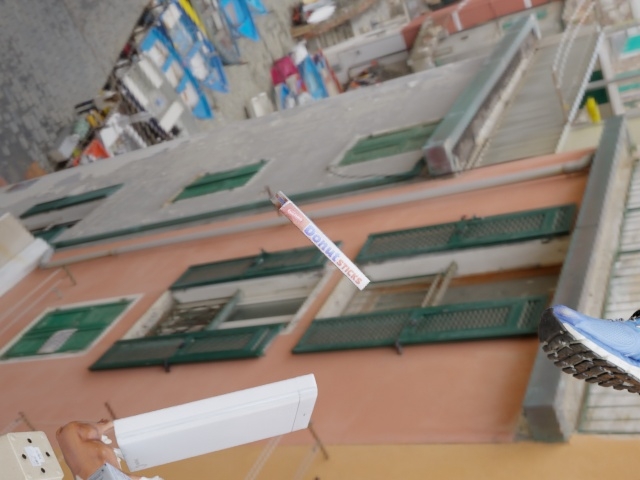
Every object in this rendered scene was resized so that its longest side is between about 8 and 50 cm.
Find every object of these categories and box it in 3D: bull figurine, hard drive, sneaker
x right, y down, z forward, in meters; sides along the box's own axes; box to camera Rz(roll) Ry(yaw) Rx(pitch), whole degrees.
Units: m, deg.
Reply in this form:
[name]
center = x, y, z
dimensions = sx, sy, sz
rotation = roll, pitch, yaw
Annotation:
[bull figurine]
center = -0.459, 0.505, 1.734
dimensions = 0.188, 0.101, 0.310
rotation = 6, 36, -43
[hard drive]
center = -0.189, 0.340, 1.492
dimensions = 0.233, 0.353, 0.047
rotation = 103, -26, -61
[sneaker]
center = 0.496, 0.162, 1.282
dimensions = 0.330, 0.130, 0.147
rotation = 21, 70, -13

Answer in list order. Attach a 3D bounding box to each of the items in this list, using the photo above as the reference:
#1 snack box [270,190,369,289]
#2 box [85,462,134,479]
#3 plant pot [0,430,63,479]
[snack box]
center = 0.000, 0.000, 1.175
dimensions = 0.178, 0.022, 0.064
rotation = 45, 1, -23
[box]
center = -0.353, 0.456, 1.334
dimensions = 0.126, 0.072, 0.137
rotation = -40, 136, -7
[plant pot]
center = -0.413, 0.314, 1.082
dimensions = 0.109, 0.096, 0.109
rotation = 56, 11, 21
